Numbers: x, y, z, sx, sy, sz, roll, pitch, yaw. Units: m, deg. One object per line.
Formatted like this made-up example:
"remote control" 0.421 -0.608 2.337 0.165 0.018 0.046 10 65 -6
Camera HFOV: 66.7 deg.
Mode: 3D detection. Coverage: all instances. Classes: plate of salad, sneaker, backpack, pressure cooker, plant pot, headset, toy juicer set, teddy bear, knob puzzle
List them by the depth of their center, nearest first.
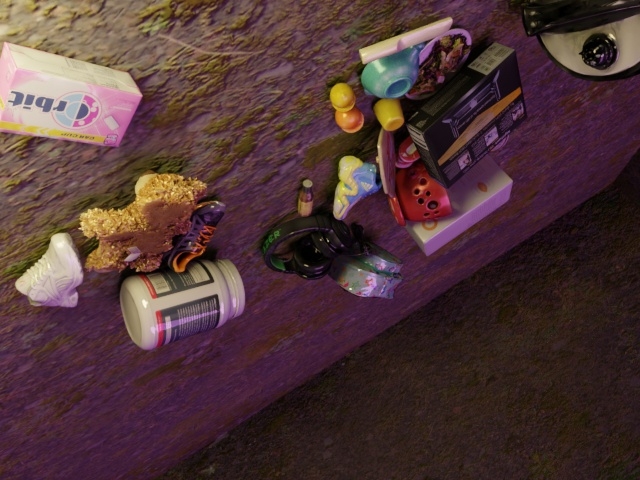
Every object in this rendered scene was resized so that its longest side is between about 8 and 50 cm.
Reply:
"sneaker" -0.557 0.075 0.997 0.115 0.090 0.232 -9 145 -36
"teddy bear" -0.376 -0.035 1.023 0.245 0.113 0.338 -10 154 -29
"pressure cooker" 0.677 -0.545 1.037 0.421 0.375 0.369 -26 157 -18
"toy juicer set" 0.121 -0.359 1.054 0.210 0.089 0.329 -12 158 -16
"sneaker" -0.297 -0.010 1.165 0.215 0.083 0.084 -44 152 17
"plate of salad" 0.290 -0.418 1.182 0.200 0.048 0.199 -27 154 -14
"knob puzzle" 0.166 -0.216 1.276 0.030 0.213 0.213 -1 163 19
"sneaker" 0.105 -0.134 1.366 0.126 0.091 0.240 7 148 1
"sneaker" 0.292 -0.292 1.413 0.221 0.087 0.128 -35 180 -15
"plant pot" 0.295 -0.147 1.498 0.174 0.191 0.191 -17 158 11
"headset" 0.000 0.000 1.531 0.395 0.185 0.243 6 141 -34
"backpack" 0.162 0.109 1.778 0.254 0.225 0.190 0 117 -44

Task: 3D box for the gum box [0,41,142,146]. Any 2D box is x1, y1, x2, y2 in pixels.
"gum box" -0.374 -0.210 0.731 0.189 0.062 0.107 -2 140 -49

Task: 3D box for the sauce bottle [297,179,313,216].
"sauce bottle" -0.039 -0.116 1.333 0.042 0.042 0.128 -24 155 -21

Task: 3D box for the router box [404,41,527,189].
"router box" 0.392 -0.321 1.285 0.309 0.081 0.243 -42 138 -1

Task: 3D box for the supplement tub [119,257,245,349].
"supplement tub" -0.355 0.155 1.260 0.272 0.191 0.191 -14 148 -36

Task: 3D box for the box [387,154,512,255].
"box" 0.435 -0.144 1.652 0.345 0.215 0.168 -35 156 3

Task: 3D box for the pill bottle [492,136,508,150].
"pill bottle" 0.473 -0.327 1.486 0.215 0.117 0.117 -11 147 -40
